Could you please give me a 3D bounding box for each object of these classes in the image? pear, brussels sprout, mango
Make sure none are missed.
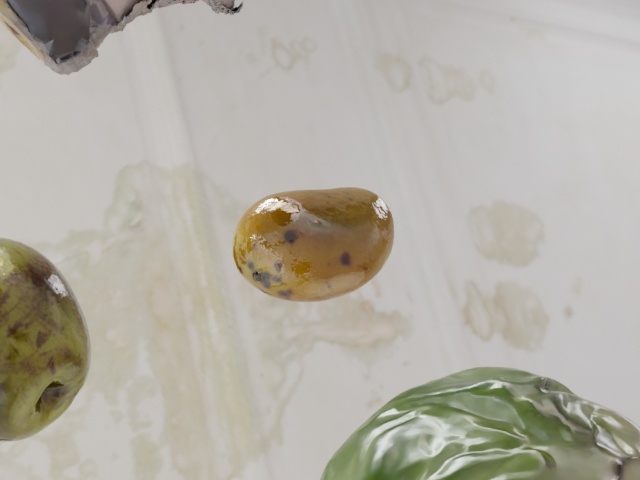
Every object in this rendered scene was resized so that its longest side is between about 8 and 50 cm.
[{"bbox_3d":[-0.443,0.133,1.524,0.284,0.284,0.283,20,-125,-31],"label":"pear"},{"bbox_3d":[0.112,0.187,0.709,0.244,0.244,0.244,20,-125,-31],"label":"brussels sprout"},{"bbox_3d":[0.000,0.003,1.082,0.178,0.090,0.115,-7,-124,-35],"label":"mango"}]

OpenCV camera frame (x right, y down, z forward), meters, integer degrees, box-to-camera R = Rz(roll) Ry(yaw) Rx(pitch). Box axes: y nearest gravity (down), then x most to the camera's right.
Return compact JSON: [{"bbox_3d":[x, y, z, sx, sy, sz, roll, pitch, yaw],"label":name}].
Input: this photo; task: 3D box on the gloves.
[{"bbox_3d":[-0.114,-0.159,0.616,0.144,0.094,0.110,-24,-71,-19],"label":"gloves"}]
